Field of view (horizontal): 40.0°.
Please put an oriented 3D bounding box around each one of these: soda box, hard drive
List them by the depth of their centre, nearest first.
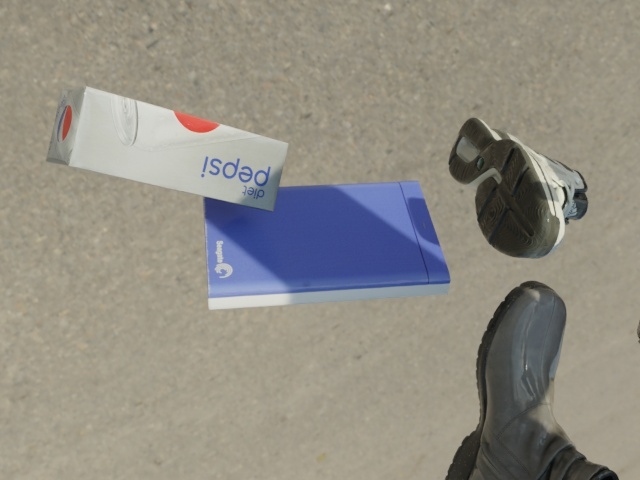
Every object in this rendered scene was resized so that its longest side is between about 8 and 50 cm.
[{"bbox_3d":[-0.187,-0.112,1.109,0.286,0.091,0.098,12,91,-35],"label":"soda box"},{"bbox_3d":[0.000,0.000,1.221,0.318,0.210,0.040,-3,133,-7],"label":"hard drive"}]

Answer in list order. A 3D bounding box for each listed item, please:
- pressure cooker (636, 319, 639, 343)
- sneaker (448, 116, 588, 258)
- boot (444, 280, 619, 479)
[{"bbox_3d":[0.717,0.117,1.237,0.370,0.420,0.375,-55,167,2],"label":"pressure cooker"},{"bbox_3d":[0.418,-0.087,1.625,0.257,0.448,0.169,16,115,-15],"label":"sneaker"},{"bbox_3d":[0.279,0.235,1.057,0.118,0.222,0.338,6,101,-25],"label":"boot"}]
